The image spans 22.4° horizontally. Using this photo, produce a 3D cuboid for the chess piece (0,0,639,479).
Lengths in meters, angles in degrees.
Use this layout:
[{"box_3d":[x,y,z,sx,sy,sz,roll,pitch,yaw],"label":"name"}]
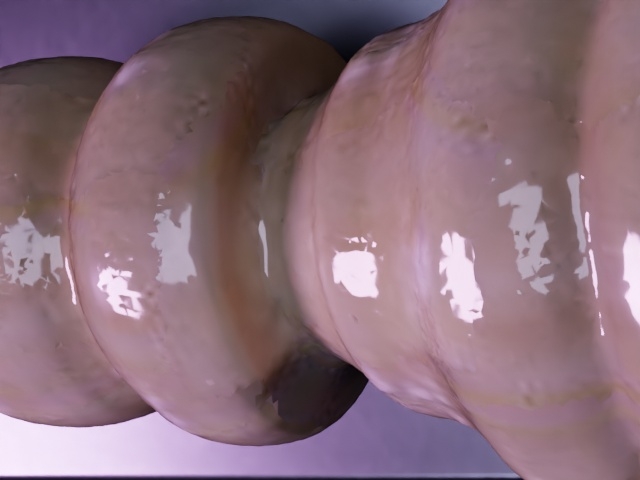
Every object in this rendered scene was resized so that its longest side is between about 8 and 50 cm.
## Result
[{"box_3d":[0.000,0.000,0.408,0.260,0.142,0.143,-5,97,30],"label":"chess piece"}]
